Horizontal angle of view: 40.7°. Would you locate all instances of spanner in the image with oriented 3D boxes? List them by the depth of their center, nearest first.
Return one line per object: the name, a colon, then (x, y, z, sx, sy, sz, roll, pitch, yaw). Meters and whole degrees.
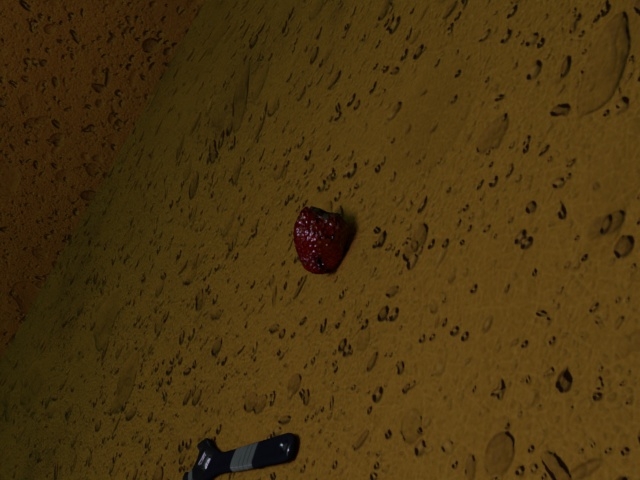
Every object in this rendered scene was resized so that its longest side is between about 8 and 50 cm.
spanner: (-0.123, 0.317, 1.271, 0.316, 0.024, 0.087, -30, 40, 50)

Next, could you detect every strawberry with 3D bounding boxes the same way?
strawberry: (0.000, 0.000, 1.232, 0.083, 0.083, 0.096, -5, 72, 60)
